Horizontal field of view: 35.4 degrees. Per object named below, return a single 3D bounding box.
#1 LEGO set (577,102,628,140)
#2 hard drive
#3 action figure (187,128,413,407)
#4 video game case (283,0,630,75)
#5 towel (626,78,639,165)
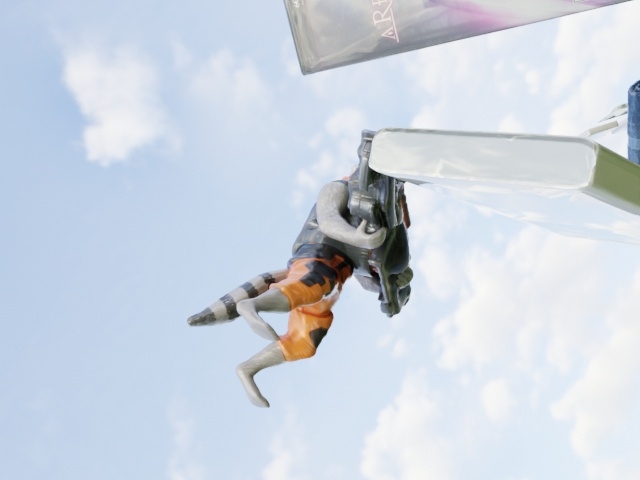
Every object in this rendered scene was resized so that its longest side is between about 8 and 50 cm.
[{"bbox_3d":[0.475,-0.172,1.388,0.182,0.244,0.060,-18,-96,-8],"label":"LEGO set"},{"bbox_3d":[0.215,-0.037,0.859,0.307,0.203,0.040,15,-94,-47],"label":"hard drive"},{"bbox_3d":[0.000,0.000,1.205,0.330,0.178,0.341,-51,-29,-30],"label":"action figure"},{"bbox_3d":[0.085,-0.244,0.731,0.026,0.274,0.196,-35,-66,-60],"label":"video game case"},{"bbox_3d":[0.341,-0.118,1.018,0.067,0.029,0.119,-24,-46,-7],"label":"towel"}]
